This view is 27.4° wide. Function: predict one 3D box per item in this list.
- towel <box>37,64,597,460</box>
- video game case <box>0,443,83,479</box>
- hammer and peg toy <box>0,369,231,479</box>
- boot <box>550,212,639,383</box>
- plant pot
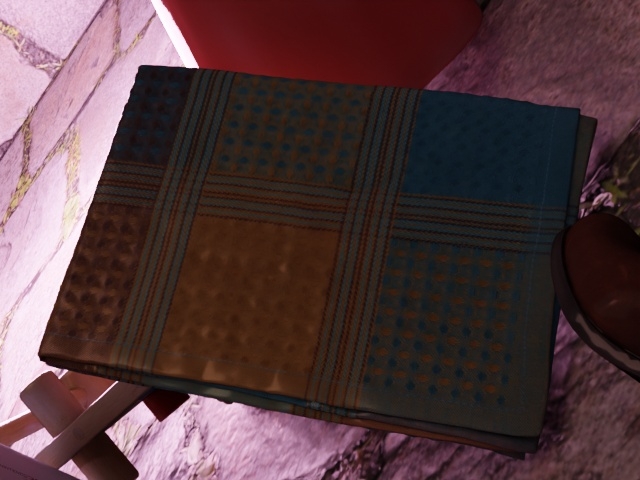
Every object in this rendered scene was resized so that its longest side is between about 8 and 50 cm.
[{"bbox_3d":[0.000,0.000,0.960,0.370,0.040,0.272,8,64,17],"label":"towel"},{"bbox_3d":[-0.248,0.314,1.132,0.269,0.244,0.061,-48,27,25],"label":"video game case"},{"bbox_3d":[-0.144,0.119,1.167,0.361,0.127,0.266,-41,-2,36],"label":"hammer and peg toy"},{"bbox_3d":[0.263,-0.015,0.683,0.280,0.096,0.264,-51,26,18],"label":"boot"},{"bbox_3d":[-0.027,-0.227,1.182,0.275,0.243,0.275,-33,16,11],"label":"plant pot"}]
